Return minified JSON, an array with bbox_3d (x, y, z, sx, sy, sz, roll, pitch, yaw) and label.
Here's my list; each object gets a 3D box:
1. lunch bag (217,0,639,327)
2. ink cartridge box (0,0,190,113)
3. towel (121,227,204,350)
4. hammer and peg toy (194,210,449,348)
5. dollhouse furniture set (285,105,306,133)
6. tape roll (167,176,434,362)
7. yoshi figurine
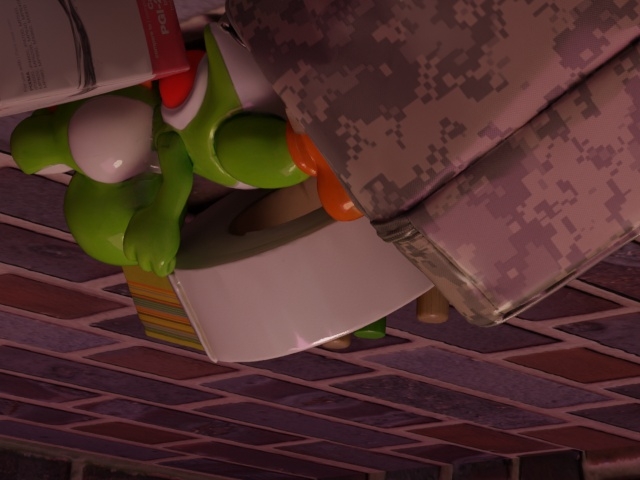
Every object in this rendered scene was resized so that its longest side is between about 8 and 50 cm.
[{"bbox_3d":[0.122,-0.144,1.052,0.305,0.212,0.256,-36,112,27],"label":"lunch bag"},{"bbox_3d":[-0.232,-0.142,1.341,0.158,0.092,0.218,-10,-173,37],"label":"ink cartridge box"},{"bbox_3d":[-0.172,0.024,1.915,0.102,0.021,0.237,12,136,28],"label":"towel"},{"bbox_3d":[-0.039,0.040,2.011,0.266,0.127,0.361,14,160,-34],"label":"hammer and peg toy"},{"bbox_3d":[0.112,-0.140,1.312,0.259,0.135,0.262,5,169,7],"label":"dollhouse furniture set"},{"bbox_3d":[0.000,0.000,1.631,0.286,0.100,0.286,-23,-164,7],"label":"tape roll"},{"bbox_3d":[-0.098,-0.064,1.563,0.362,0.203,0.203,-3,170,28],"label":"yoshi figurine"}]
